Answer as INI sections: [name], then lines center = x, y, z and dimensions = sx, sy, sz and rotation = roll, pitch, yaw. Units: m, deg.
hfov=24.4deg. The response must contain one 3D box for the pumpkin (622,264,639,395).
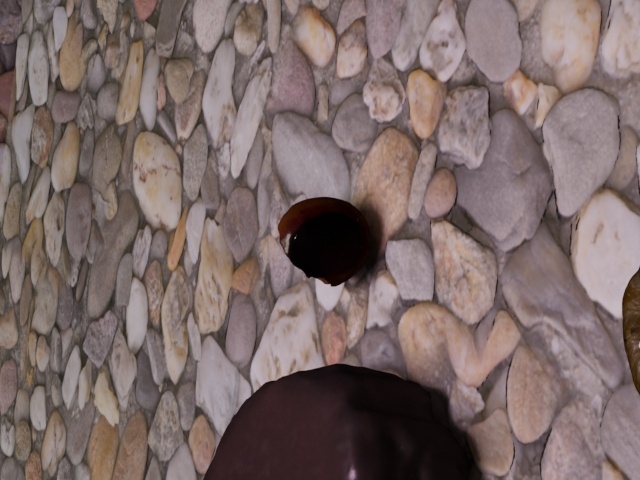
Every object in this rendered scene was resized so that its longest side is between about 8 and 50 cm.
[pumpkin]
center = 0.355, 0.079, 1.312
dimensions = 0.219, 0.162, 0.219
rotation = -5, 84, 55

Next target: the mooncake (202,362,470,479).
[mooncake]
center = 0.022, 0.333, 1.800
dimensions = 0.351, 0.212, 0.381
rotation = -64, 33, 25

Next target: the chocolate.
[chocolate]
center = 0.000, 0.000, 1.968
dimensions = 0.133, 0.127, 0.124
rotation = -131, 41, -71
